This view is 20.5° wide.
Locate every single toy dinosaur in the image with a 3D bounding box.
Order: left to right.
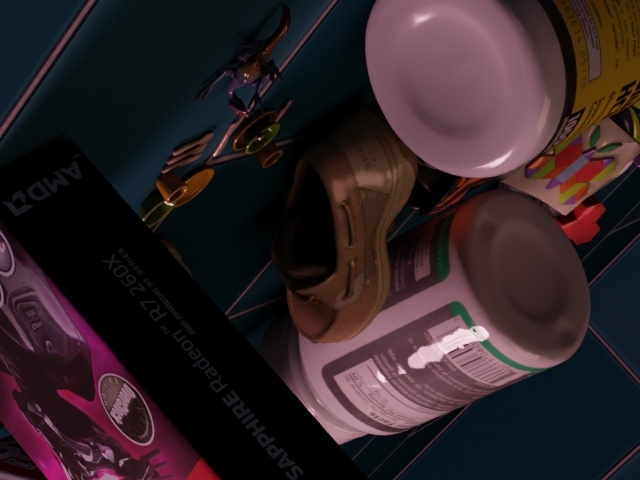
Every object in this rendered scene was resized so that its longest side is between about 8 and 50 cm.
[{"bbox_3d":[-0.049,-0.125,1.342,0.090,0.047,0.082,-49,-173,-13],"label":"toy dinosaur"}]

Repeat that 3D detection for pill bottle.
[{"bbox_3d":[0.106,0.098,1.980,0.361,0.204,0.204,-28,178,42],"label":"pill bottle"},{"bbox_3d":[0.209,-0.190,1.519,0.334,0.188,0.188,-28,161,-42],"label":"pill bottle"}]

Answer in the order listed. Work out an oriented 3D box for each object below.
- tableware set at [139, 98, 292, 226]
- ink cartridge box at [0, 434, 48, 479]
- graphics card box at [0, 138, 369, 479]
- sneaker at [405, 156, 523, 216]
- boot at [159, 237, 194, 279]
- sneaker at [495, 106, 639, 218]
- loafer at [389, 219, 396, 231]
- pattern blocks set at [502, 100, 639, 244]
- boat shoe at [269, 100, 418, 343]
[{"bbox_3d":[-0.084,-0.060,1.479,0.154,0.024,0.104,-28,162,-45],"label":"tableware set"},{"bbox_3d":[-0.146,0.259,1.659,0.272,0.309,0.130,-12,108,-56],"label":"ink cartridge box"},{"bbox_3d":[-0.117,0.134,1.256,0.094,0.371,0.233,-33,165,-32],"label":"graphics card box"},{"bbox_3d":[0.168,-0.118,1.774,0.180,0.124,0.321,-33,164,-35],"label":"sneaker"},{"bbox_3d":[-0.134,0.145,1.597,0.095,0.203,0.262,-28,160,-41],"label":"boot"},{"bbox_3d":[0.310,-0.087,2.316,0.121,0.111,0.300,-23,156,-42],"label":"sneaker"},{"bbox_3d":[0.057,-0.028,1.830,0.056,0.050,0.148,-23,-178,2],"label":"loafer"},{"bbox_3d":[0.308,-0.099,2.186,0.324,0.026,0.285,9,130,-44],"label":"pattern blocks set"},{"bbox_3d":[0.000,0.000,1.728,0.110,0.122,0.341,-29,152,-27],"label":"boat shoe"}]
